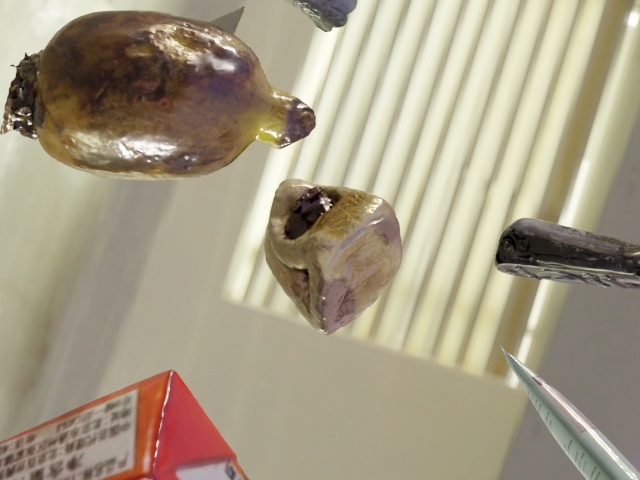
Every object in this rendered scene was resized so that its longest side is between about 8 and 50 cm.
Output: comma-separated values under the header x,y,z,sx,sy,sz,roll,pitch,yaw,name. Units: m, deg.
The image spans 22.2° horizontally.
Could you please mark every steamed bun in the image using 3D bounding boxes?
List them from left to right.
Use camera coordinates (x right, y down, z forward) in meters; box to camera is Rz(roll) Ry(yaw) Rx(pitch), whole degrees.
x,y,z,sx,sy,sz,roll,pitch,yaw,name
0.000,0.000,1.944,0.141,0.155,0.172,-37,150,-25,steamed bun

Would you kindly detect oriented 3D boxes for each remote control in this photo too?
x,y,z,sx,sy,sz,roll,pitch,yaw,name
0.317,0.019,1.793,0.090,0.266,0.066,16,83,-56,remote control

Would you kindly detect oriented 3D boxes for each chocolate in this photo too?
x,y,z,sx,sy,sz,roll,pitch,yaw,name
-0.238,0.365,1.819,0.341,0.360,0.161,59,16,-27,chocolate

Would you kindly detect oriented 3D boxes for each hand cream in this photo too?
x,y,z,sx,sy,sz,roll,pitch,yaw,name
0.331,0.257,2.112,0.058,0.331,0.085,-44,136,2,hand cream

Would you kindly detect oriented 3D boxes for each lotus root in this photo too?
x,y,z,sx,sy,sz,roll,pitch,yaw,name
-0.159,-0.140,1.558,0.141,0.314,0.169,86,10,-54,lotus root

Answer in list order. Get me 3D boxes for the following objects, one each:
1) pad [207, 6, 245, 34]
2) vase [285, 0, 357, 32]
x,y,z,sx,sy,sz,roll,pitch,yaw,name
-0.181,-0.183,1.724,0.003,0.211,0.143,61,18,-22,pad
-0.034,-0.298,1.879,0.149,0.081,0.081,15,93,-42,vase
